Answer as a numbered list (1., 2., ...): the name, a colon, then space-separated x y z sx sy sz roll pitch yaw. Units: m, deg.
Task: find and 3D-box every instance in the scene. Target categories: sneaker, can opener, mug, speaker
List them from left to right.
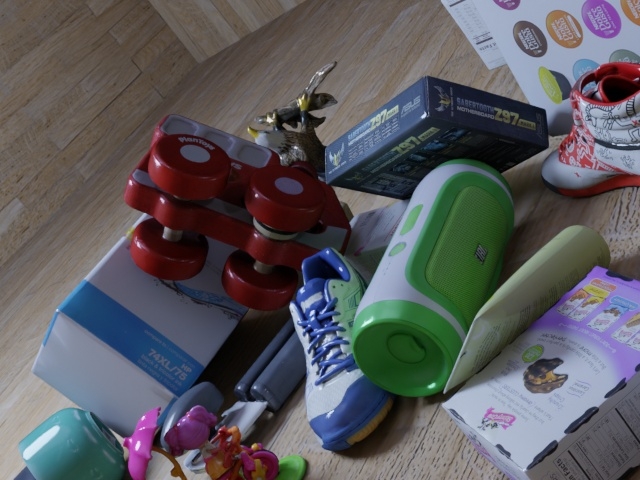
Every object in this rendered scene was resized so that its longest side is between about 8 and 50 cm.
1. mug: -0.331 0.279 1.438 0.097 0.129 0.157 -39 62 -6
2. can opener: -0.084 0.166 1.324 0.076 0.095 0.283 -11 33 53
3. sneaker: 0.009 0.117 1.218 0.112 0.131 0.296 -32 21 15
4. speaker: 0.131 0.033 1.185 0.131 0.131 0.296 -24 24 37
5. sneaker: 0.312 -0.126 1.190 0.090 0.145 0.270 -44 19 -14

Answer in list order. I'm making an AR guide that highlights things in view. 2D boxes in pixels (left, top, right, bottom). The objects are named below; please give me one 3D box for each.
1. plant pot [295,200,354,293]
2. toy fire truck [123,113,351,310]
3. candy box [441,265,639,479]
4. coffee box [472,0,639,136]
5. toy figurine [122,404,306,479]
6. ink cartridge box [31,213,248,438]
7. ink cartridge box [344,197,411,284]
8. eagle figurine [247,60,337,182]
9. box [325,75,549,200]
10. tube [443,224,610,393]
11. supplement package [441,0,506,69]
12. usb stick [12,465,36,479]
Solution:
1. plant pot: 0.000 0.000 1.551 0.096 0.109 0.109 -8 34 36
2. toy fire truck: -0.101 -0.061 1.419 0.254 0.302 0.169 -70 -1 -56
3. candy box: 0.222 0.123 0.902 0.196 0.070 0.165 -40 19 -6
4. coffee box: 0.394 -0.363 1.237 0.338 0.337 0.334 -41 18 -25
5. toy figurine: -0.128 0.238 1.143 0.173 0.159 0.130 -38 19 0
6. ink cartridge box: -0.226 0.104 1.488 0.270 0.197 0.198 -54 1 -38
7. ink cartridge box: 0.098 0.001 1.418 0.181 0.061 0.104 -17 30 49
8. eagle figurine: -0.037 -0.132 1.854 0.226 0.225 0.298 104 159 -49
9. box: 0.140 -0.117 1.344 0.233 0.184 0.059 -32 55 54
10. tube: 0.194 0.055 1.012 0.062 0.070 0.240 -8 18 45
11. supplement package: 0.354 -0.418 1.658 0.204 0.145 0.262 -14 31 52
12. usb stick: -0.403 0.387 1.481 0.077 0.045 0.278 -38 19 -2
